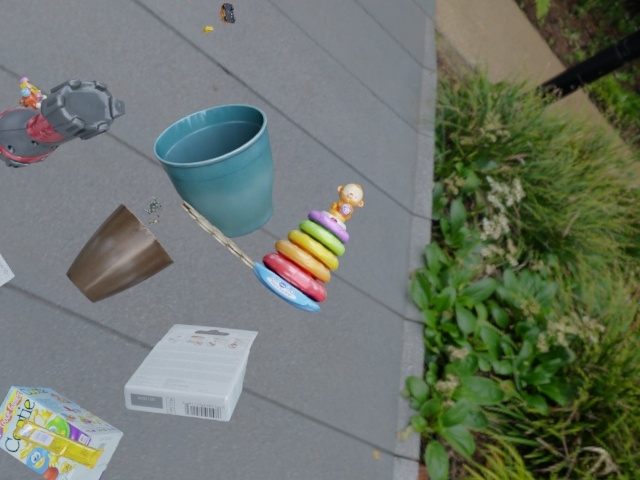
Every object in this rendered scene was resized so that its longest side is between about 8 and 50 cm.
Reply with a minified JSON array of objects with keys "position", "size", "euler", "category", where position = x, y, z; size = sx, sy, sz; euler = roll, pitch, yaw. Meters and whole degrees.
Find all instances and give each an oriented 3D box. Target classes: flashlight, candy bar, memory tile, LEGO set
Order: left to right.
[{"position":[-0.429,-0.181,0.861],"size":[0.103,0.304,0.103],"euler":[48,58,-31],"category":"flashlight"},{"position":[-0.464,0.362,0.987],"size":[0.161,0.018,0.040],"euler":[39,81,-28],"category":"candy bar"},{"position":[-0.464,-0.083,1.557],"size":[0.054,0.023,0.083],"euler":[-36,131,-29],"category":"LEGO set"},{"position":[-0.179,-0.010,0.972],"size":[0.012,0.113,0.148],"euler":[-49,130,-4],"category":"memory tile"}]

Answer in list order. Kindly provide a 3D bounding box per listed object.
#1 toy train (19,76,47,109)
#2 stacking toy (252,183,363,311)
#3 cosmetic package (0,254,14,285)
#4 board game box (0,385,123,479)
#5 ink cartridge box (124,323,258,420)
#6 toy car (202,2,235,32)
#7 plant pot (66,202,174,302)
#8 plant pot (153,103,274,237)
[{"position":[-0.647,-0.304,1.279],"size":[0.125,0.046,0.166],"euler":[51,-3,25],"category":"toy train"},{"position":[0.000,0.000,1.208],"size":[0.175,0.166,0.302],"euler":[36,84,4],"category":"stacking toy"},{"position":[-0.942,0.111,1.447],"size":[0.085,0.117,0.231],"euler":[30,55,25],"category":"cosmetic package"},{"position":[-0.683,0.501,1.426],"size":[0.142,0.275,0.144],"euler":[-65,161,-9],"category":"board game box"},{"position":[-0.385,0.398,1.739],"size":[0.385,0.308,0.091],"euler":[-69,162,-69],"category":"ink cartridge box"},{"position":[-0.291,-0.620,1.545],"size":[0.122,0.040,0.060],"euler":[-36,114,-36],"category":"toy car"},{"position":[-0.558,0.055,1.506],"size":[0.230,0.215,0.215],"euler":[-43,103,-16],"category":"plant pot"},{"position":[-0.230,-0.155,1.360],"size":[0.271,0.272,0.255],"euler":[-62,148,-43],"category":"plant pot"}]
